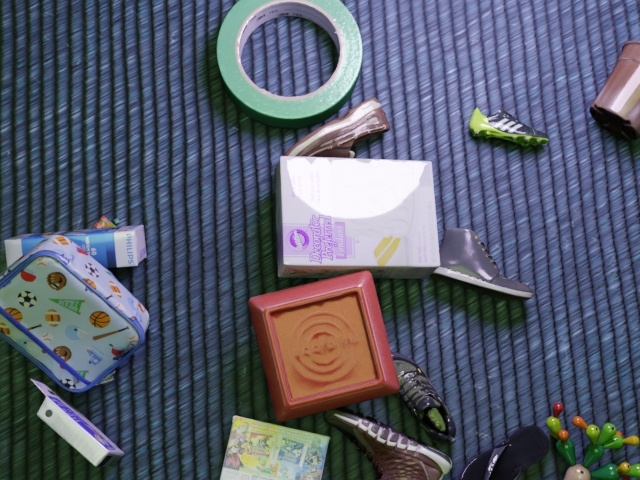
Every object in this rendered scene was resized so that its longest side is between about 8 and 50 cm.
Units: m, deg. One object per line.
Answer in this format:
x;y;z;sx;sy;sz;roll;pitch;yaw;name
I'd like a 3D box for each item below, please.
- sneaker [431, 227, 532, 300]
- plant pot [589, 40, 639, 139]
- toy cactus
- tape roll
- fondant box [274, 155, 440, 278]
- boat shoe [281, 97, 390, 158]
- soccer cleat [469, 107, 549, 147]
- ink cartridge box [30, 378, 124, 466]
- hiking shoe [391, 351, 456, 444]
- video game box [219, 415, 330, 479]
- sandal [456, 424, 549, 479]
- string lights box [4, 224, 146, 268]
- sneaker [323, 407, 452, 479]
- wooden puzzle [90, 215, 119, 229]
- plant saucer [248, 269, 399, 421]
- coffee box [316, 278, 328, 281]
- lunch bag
0.356;0.050;1.893;0.222;0.083;0.118;18;79;3;sneaker
0.688;-0.321;1.944;0.167;0.167;0.165;37;88;5;plant pot
0.547;0.448;1.829;0.219;0.112;0.180;28;98;1;toy cactus
-0.068;-0.411;1.971;0.322;0.077;0.321;0;79;-2;tape roll
0.074;-0.046;1.861;0.331;0.096;0.238;0;72;-10;fondant box
0.039;-0.211;1.929;0.258;0.095;0.095;-33;88;-8;boat shoe
0.420;-0.253;1.966;0.179;0.060;0.072;11;78;3;soccer cleat
-0.487;0.363;1.744;0.208;0.206;0.045;42;77;7;ink cartridge box
0.207;0.318;1.820;0.086;0.114;0.227;-39;83;-9;hiking shoe
-0.099;0.471;1.816;0.205;0.048;0.187;13;81;0;video game box
0.368;0.456;1.790;0.254;0.054;0.097;-36;88;-26;sandal
-0.502;0.020;1.839;0.260;0.133;0.076;-5;96;-3;string lights box
0.112;0.457;1.799;0.282;0.106;0.162;24;86;5;sneaker
-0.469;-0.020;1.918;0.049;0.006;0.083;40;80;6;wooden puzzle
0.007;0.211;1.772;0.259;0.048;0.259;-14;87;-1;plant saucer
0.000;0.000;1.912;0.113;0.040;0.184;-35;82;-10;coffee box
-0.504;0.156;1.759;0.243;0.115;0.303;-37;111;12;lunch bag
